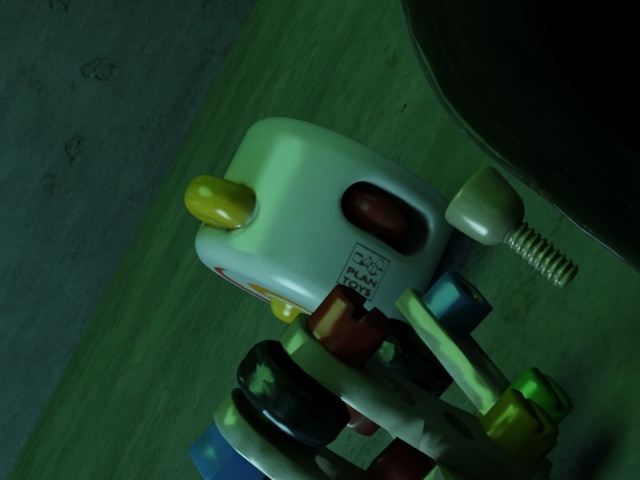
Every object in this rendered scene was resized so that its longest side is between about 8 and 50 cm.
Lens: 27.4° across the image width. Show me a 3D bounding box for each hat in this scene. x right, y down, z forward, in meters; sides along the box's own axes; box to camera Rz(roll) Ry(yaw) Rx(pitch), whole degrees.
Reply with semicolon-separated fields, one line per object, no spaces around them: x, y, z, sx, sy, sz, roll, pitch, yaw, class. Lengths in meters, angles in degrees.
0.166;-0.075;0.625;0.134;0.331;0.331;113;175;-55;hat

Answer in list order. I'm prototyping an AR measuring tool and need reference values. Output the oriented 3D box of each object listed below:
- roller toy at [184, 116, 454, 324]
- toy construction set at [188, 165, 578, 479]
0.000;0.000;1.086;0.146;0.191;0.209;-64;-19;-8;roller toy
0.109;0.106;0.702;0.309;0.237;0.257;-46;-16;-11;toy construction set
